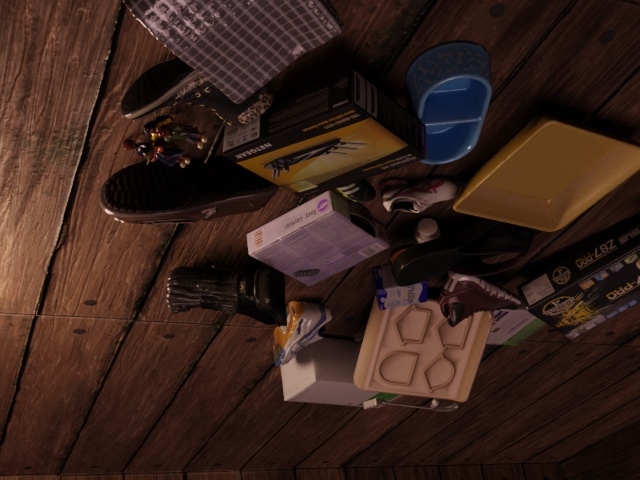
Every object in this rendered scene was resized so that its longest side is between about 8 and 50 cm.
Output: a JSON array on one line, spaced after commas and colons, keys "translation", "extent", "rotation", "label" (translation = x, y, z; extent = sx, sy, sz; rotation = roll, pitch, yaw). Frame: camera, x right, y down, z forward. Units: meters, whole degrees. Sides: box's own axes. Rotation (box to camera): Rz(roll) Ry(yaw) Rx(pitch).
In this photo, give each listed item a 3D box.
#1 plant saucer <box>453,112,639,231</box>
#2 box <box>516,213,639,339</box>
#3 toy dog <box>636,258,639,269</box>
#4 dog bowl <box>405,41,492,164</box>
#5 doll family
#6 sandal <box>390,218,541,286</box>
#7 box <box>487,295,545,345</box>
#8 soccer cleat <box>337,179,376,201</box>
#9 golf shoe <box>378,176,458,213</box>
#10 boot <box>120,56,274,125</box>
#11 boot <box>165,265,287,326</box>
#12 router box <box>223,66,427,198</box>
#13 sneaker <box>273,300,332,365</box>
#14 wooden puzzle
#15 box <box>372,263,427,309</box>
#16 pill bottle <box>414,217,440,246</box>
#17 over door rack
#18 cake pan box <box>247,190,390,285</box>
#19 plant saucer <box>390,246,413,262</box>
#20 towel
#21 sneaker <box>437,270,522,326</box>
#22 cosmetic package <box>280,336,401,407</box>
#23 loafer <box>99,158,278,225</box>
[{"translation": [0.509, -0.159, 1.837], "extent": [0.333, 0.081, 0.333], "rotation": [10, 143, -29], "label": "plant saucer"}, {"translation": [0.793, 0.112, 2.307], "extent": [0.395, 0.097, 0.318], "rotation": [-35, 143, 22], "label": "box"}, {"translation": [0.954, -0.005, 2.016], "extent": [0.395, 0.285, 0.407], "rotation": [-37, 138, -26], "label": "toy dog"}, {"translation": [0.247, -0.256, 1.610], "extent": [0.166, 0.074, 0.297], "rotation": [-6, 149, -6], "label": "dog bowl"}, {"translation": [-0.302, -0.188, 1.569], "extent": [0.111, 0.076, 0.193], "rotation": [6, 149, -33], "label": "doll family"}, {"translation": [0.392, 0.035, 2.024], "extent": [0.446, 0.107, 0.167], "rotation": [-21, 149, -11], "label": "sandal"}, {"translation": [0.539, 0.245, 2.530], "extent": [0.322, 0.058, 0.232], "rotation": [8, 144, -25], "label": "box"}, {"translation": [0.064, -0.133, 1.775], "extent": [0.179, 0.060, 0.072], "rotation": [22, 136, -37], "label": "soccer cleat"}, {"translation": [0.226, -0.094, 1.858], "extent": [0.186, 0.086, 0.067], "rotation": [-5, 147, -11], "label": "golf shoe"}, {"translation": [-0.216, -0.250, 1.468], "extent": [0.236, 0.085, 0.178], "rotation": [-29, 143, 16], "label": "boot"}, {"translation": [-0.225, 0.139, 2.061], "extent": [0.260, 0.131, 0.348], "rotation": [-4, 162, 7], "label": "boot"}, {"translation": [0.008, -0.191, 1.559], "extent": [0.309, 0.081, 0.243], "rotation": [-16, 152, 36], "label": "router box"}, {"translation": [-0.054, 0.277, 2.360], "extent": [0.131, 0.111, 0.296], "rotation": [2, 148, -19], "label": "sneaker"}, {"translation": [0.294, 0.303, 2.391], "extent": [0.348, 0.080, 0.322], "rotation": [10, 111, -8], "label": "wooden puzzle"}, {"translation": [0.215, 0.121, 2.218], "extent": [0.137, 0.072, 0.126], "rotation": [-11, 149, 2], "label": "box"}, {"translation": [0.264, -0.006, 2.032], "extent": [0.065, 0.065, 0.116], "rotation": [-10, 148, 1], "label": "pill bottle"}, {"translation": [0.275, 0.400, 2.522], "extent": [0.324, 0.239, 0.108], "rotation": [9, 151, -29], "label": "over door rack"}, {"translation": [0.000, 0.000, 1.966], "extent": [0.267, 0.070, 0.246], "rotation": [-28, 146, 27], "label": "cake pan box"}, {"translation": [0.224, 0.038, 2.141], "extent": [0.084, 0.013, 0.083], "rotation": [-7, 148, -4], "label": "plant saucer"}, {"translation": [-0.123, -0.355, 1.243], "extent": [0.235, 0.121, 0.284], "rotation": [-38, 138, 15], "label": "towel"}, {"translation": [0.424, 0.178, 2.279], "extent": [0.281, 0.106, 0.162], "rotation": [25, 97, -32], "label": "sneaker"}, {"translation": [0.079, 0.417, 2.585], "extent": [0.366, 0.155, 0.197], "rotation": [9, 148, -30], "label": "cosmetic package"}, {"translation": [-0.265, -0.081, 1.692], "extent": [0.366, 0.133, 0.130], "rotation": [-4, 148, -8], "label": "loafer"}]
